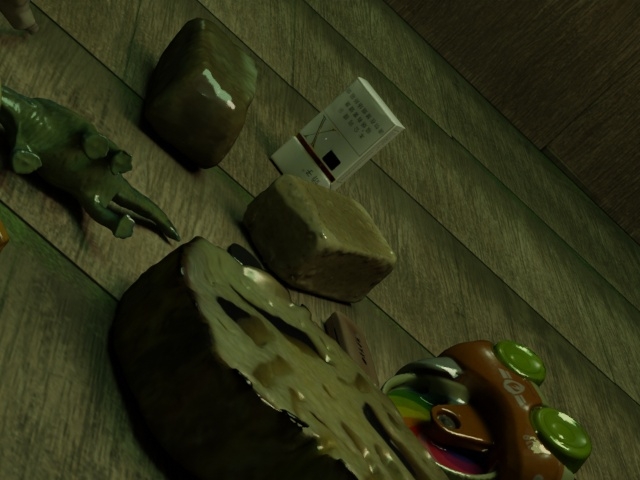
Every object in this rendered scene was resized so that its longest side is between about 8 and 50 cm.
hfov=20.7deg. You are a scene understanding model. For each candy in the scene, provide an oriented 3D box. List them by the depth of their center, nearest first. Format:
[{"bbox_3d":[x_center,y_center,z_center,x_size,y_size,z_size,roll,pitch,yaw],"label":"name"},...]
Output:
[{"bbox_3d":[-0.136,-0.174,2.026,0.104,0.102,0.234,41,16,-18],"label":"candy"}]

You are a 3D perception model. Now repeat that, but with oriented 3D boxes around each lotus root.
[{"bbox_3d":[-0.016,0.162,1.565,0.390,0.111,0.375,46,15,8],"label":"lotus root"}]

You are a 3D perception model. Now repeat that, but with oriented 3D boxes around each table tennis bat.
[{"bbox_3d":[-0.079,0.029,1.868,0.050,0.007,0.083,42,16,-17],"label":"table tennis bat"}]

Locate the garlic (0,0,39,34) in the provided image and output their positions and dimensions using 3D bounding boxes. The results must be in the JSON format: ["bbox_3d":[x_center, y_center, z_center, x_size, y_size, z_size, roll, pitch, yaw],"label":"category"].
[{"bbox_3d":[-0.398,-0.352,1.740,0.246,0.231,0.340,-167,-120,-72],"label":"garlic"}]

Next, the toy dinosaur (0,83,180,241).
[{"bbox_3d":[-0.241,-0.084,1.627,0.363,0.076,0.147,38,-1,-30],"label":"toy dinosaur"}]

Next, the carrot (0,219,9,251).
[{"bbox_3d":[-0.315,-0.045,1.342,0.173,0.082,0.082,50,17,-1],"label":"carrot"}]

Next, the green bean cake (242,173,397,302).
[{"bbox_3d":[0.000,0.000,1.992,0.179,0.085,0.109,16,37,-58],"label":"green bean cake"}]

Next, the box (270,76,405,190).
[{"bbox_3d":[0.021,-0.122,2.194,0.084,0.154,0.040,52,14,15],"label":"box"}]

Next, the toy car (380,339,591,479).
[{"bbox_3d":[0.142,0.200,1.837,0.235,0.145,0.235,25,28,-14],"label":"toy car"}]

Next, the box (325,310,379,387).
[{"bbox_3d":[0.035,0.123,1.902,0.048,0.025,0.115,36,21,-28],"label":"box"}]
